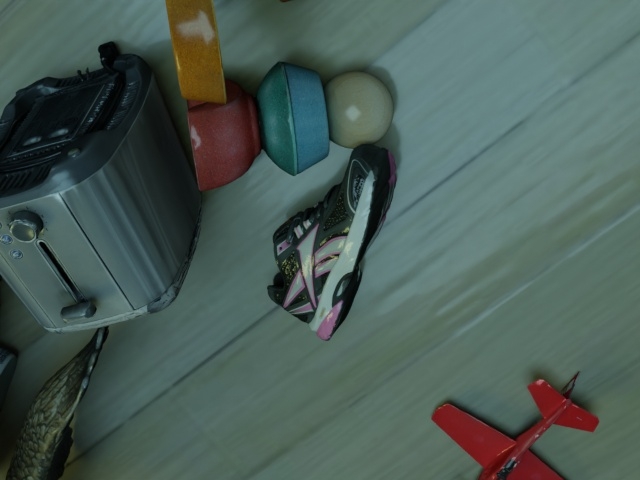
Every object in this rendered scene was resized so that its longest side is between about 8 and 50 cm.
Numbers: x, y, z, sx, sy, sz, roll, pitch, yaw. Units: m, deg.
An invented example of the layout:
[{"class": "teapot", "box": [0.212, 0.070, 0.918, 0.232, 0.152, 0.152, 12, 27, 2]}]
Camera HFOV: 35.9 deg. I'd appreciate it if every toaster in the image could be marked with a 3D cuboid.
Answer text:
[{"class": "toaster", "box": [-0.168, -0.037, 0.740, 0.129, 0.227, 0.146, -13, 122, 12]}]

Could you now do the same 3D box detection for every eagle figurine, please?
[{"class": "eagle figurine", "box": [-0.258, 0.215, 0.808, 0.225, 0.226, 0.298, -7, 106, 7]}]

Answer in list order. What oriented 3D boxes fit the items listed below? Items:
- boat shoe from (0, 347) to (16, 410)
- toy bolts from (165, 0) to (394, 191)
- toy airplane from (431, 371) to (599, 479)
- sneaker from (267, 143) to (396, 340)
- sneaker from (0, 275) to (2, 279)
[{"class": "boat shoe", "box": [-0.342, 0.166, 0.895, 0.083, 0.065, 0.183, 23, 102, 1]}, {"class": "toy bolts", "box": [-0.021, -0.138, 0.696, 0.159, 0.218, 0.228, -9, 126, -5]}, {"class": "toy airplane", "box": [0.176, 0.173, 0.843, 0.151, 0.028, 0.151, 2, 109, 6]}, {"class": "sneaker", "box": [0.000, 0.000, 0.779, 0.077, 0.072, 0.178, 25, 122, 8]}, {"class": "sneaker", "box": [-0.297, 0.033, 0.807, 0.064, 0.086, 0.192, 26, 92, 2]}]
